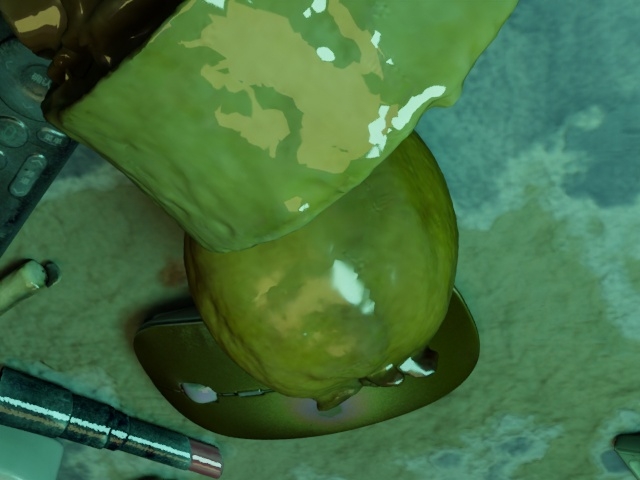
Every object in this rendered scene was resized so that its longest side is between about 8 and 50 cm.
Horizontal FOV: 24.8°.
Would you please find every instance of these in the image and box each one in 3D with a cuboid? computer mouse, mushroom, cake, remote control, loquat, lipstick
[{"bbox_3d":[-0.017,0.101,1.273,0.310,0.072,0.158,-13,128,21],"label":"computer mouse"},{"bbox_3d":[-0.297,0.078,1.303,0.060,0.061,0.187,35,125,-16],"label":"mushroom"},{"bbox_3d":[-0.073,-0.203,0.827,0.321,0.332,0.332,41,127,-17],"label":"cake"},{"bbox_3d":[-0.250,-0.084,1.149,0.107,0.044,0.377,26,132,-20],"label":"remote control"},{"bbox_3d":[0.000,0.000,1.069,0.193,0.238,0.238,-19,128,18],"label":"loquat"},{"bbox_3d":[-0.201,0.183,1.390,0.234,0.053,0.053,20,133,-14],"label":"lipstick"}]

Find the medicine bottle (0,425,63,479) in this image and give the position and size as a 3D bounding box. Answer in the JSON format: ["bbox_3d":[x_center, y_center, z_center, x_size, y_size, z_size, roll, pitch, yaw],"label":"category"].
[{"bbox_3d":[-0.427,0.221,1.413,0.324,0.124,0.179,19,129,-12],"label":"medicine bottle"}]

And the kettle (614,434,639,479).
[{"bbox_3d":[0.363,0.226,1.334,0.098,0.127,0.148,-42,118,1],"label":"kettle"}]

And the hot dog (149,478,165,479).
[{"bbox_3d":[-0.195,0.292,1.497,0.071,0.045,0.165,38,127,-23],"label":"hot dog"}]
